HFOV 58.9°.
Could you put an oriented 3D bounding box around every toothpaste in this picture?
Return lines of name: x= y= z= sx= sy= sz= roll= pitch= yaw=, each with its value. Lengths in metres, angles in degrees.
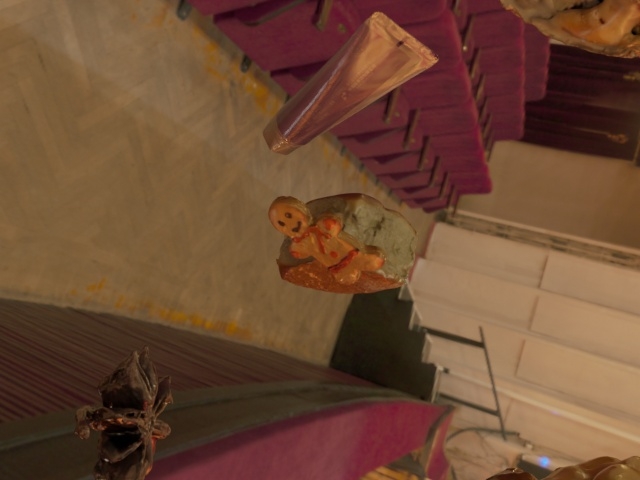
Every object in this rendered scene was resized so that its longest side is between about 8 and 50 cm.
toothpaste: x=0.024 y=-0.242 z=0.952 sx=0.125 sy=0.371 sz=0.079 roll=27 pitch=63 yaw=-26

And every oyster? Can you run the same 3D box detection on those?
oyster: x=0.407 y=-0.389 z=0.847 sx=0.100 sy=0.275 sz=0.270 roll=-38 pitch=115 yaw=-30

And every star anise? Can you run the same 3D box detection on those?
star anise: x=-0.261 y=0.241 z=0.751 sx=0.231 sy=0.089 sz=0.209 roll=76 pitch=11 yaw=-48

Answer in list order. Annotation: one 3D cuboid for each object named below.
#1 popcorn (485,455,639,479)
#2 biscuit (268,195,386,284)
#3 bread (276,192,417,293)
popcorn: x=0.206 y=0.303 z=0.273 sx=0.390 sy=0.345 sz=0.353 roll=-10 pitch=95 yaw=-51
biscuit: x=0.000 y=0.000 z=1.080 sx=0.153 sy=0.234 sz=0.030 roll=-38 pitch=-160 yaw=41
bread: x=0.068 y=0.014 z=1.340 sx=0.279 sy=0.250 sz=0.224 roll=26 pitch=62 yaw=-37
